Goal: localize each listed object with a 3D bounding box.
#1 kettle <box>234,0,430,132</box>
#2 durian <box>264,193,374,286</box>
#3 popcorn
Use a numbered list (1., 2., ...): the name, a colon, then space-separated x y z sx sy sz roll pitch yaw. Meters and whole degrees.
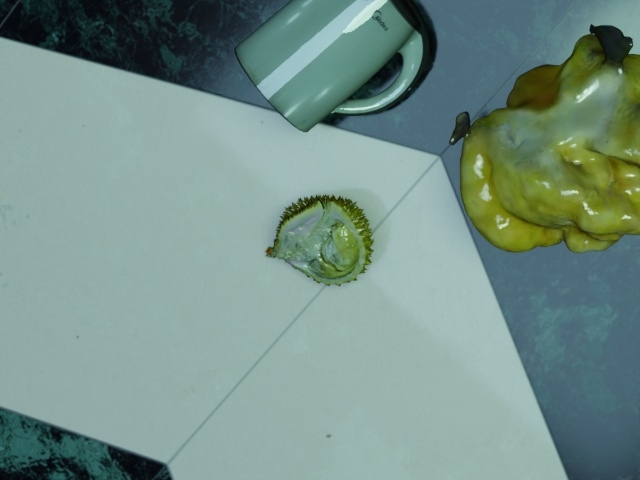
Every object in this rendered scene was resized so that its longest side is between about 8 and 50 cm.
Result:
1. kettle: 0.035 -0.270 1.579 0.236 0.161 0.221 -40 114 12
2. durian: 0.000 0.000 1.646 0.208 0.102 0.146 -18 111 39
3. popcorn: 0.355 -0.125 1.476 0.315 0.281 0.297 -10 55 41
